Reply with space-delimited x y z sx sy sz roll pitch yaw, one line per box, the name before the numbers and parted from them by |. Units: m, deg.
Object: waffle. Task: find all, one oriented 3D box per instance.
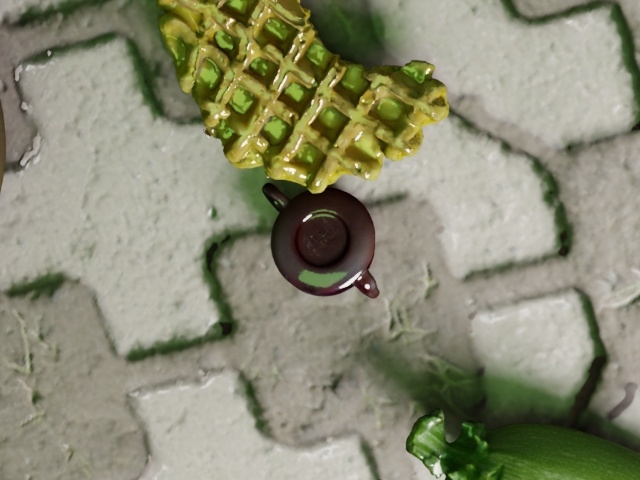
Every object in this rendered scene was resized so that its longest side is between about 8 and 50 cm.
waffle | -0.015 -0.122 1.097 0.149 0.051 0.194 -22 99 13

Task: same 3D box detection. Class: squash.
squash | 0.226 0.205 1.151 0.378 0.101 0.101 28 110 0

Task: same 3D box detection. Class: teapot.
teapot | 0.000 0.000 1.141 0.068 0.045 0.100 -45 80 -4

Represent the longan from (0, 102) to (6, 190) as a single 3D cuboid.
longan | -0.311 -0.041 1.068 0.258 0.258 0.258 3 109 7
